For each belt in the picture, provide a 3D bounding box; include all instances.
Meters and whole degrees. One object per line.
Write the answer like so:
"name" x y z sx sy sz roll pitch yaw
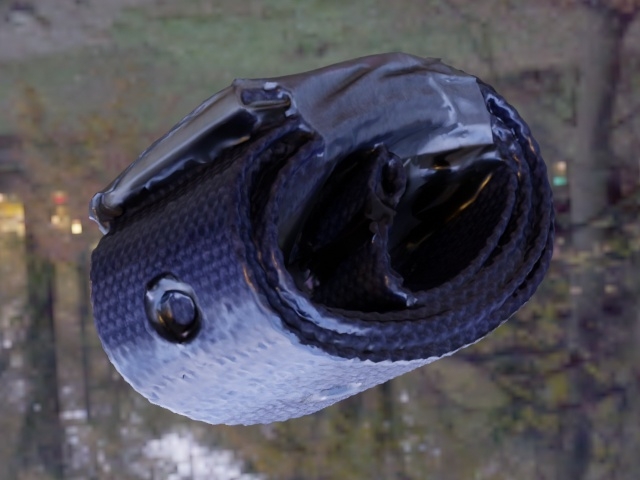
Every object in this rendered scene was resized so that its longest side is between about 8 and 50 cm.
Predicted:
"belt" 0.000 0.000 0.723 0.126 0.139 0.230 -26 178 40
